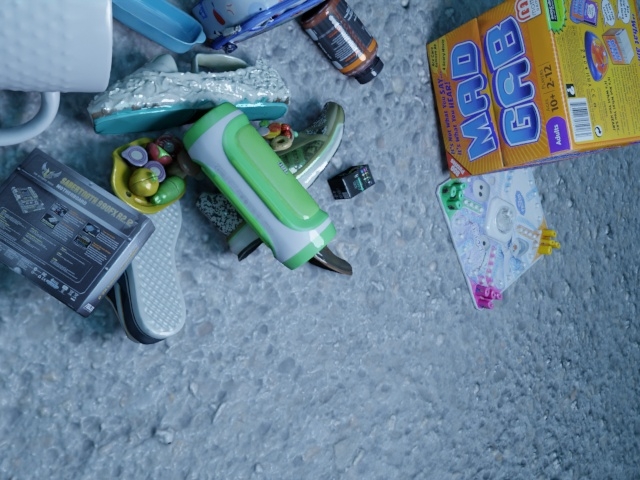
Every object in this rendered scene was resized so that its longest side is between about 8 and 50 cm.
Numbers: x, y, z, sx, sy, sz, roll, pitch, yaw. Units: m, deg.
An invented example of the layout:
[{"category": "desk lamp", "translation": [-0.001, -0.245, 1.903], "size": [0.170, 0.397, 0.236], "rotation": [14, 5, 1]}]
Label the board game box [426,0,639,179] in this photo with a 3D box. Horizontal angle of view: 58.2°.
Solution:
[{"category": "board game box", "translation": [0.538, -0.371, 1.416], "size": [0.356, 0.356, 0.357], "rotation": [-11, 91, -31]}]

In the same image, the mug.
[{"category": "mug", "translation": [-0.489, -0.310, 0.820], "size": [0.327, 0.276, 0.374], "rotation": [-6, 126, -27]}]

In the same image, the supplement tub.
[{"category": "supplement tub", "translation": [0.055, -0.438, 1.263], "size": [0.198, 0.106, 0.106], "rotation": [44, 69, -28]}]

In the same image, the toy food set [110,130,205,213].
[{"category": "toy food set", "translation": [-0.272, -0.134, 1.013], "size": [0.128, 0.071, 0.218], "rotation": [58, 32, -12]}]

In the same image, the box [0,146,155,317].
[{"category": "box", "translation": [-0.415, -0.015, 0.920], "size": [0.231, 0.056, 0.183], "rotation": [31, 71, 4]}]

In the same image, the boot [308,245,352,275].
[{"category": "boot", "translation": [0.000, 0.000, 1.264], "size": [0.219, 0.082, 0.106], "rotation": [27, 80, -31]}]

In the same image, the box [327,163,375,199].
[{"category": "box", "translation": [0.071, -0.134, 1.317], "size": [0.083, 0.062, 0.052], "rotation": [-33, 109, -29]}]

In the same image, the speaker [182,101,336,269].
[{"category": "speaker", "translation": [-0.106, -0.094, 1.012], "size": [0.131, 0.131, 0.297], "rotation": [-43, 97, -25]}]

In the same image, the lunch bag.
[{"category": "lunch bag", "translation": [-0.084, -0.465, 1.081], "size": [0.303, 0.243, 0.115], "rotation": [-39, 113, -28]}]

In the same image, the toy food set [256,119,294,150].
[{"category": "toy food set", "translation": [-0.093, -0.204, 1.126], "size": [0.020, 0.082, 0.083], "rotation": [86, 11, -52]}]

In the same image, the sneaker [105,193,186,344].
[{"category": "sneaker", "translation": [-0.323, 0.028, 1.028], "size": [0.126, 0.127, 0.321], "rotation": [9, 63, -39]}]

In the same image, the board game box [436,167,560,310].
[{"category": "board game box", "translation": [0.526, -0.058, 1.645], "size": [0.390, 0.050, 0.390], "rotation": [-33, 111, -29]}]

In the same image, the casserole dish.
[{"category": "casserole dish", "translation": [-0.297, -0.394, 1.022], "size": [0.188, 0.037, 0.114], "rotation": [28, 37, -18]}]

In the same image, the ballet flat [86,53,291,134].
[{"category": "ballet flat", "translation": [-0.241, -0.277, 1.064], "size": [0.408, 0.147, 0.147], "rotation": [-14, 101, -39]}]

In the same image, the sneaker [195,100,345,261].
[{"category": "sneaker", "translation": [-0.097, -0.163, 1.164], "size": [0.182, 0.158, 0.410], "rotation": [40, 65, -11]}]
